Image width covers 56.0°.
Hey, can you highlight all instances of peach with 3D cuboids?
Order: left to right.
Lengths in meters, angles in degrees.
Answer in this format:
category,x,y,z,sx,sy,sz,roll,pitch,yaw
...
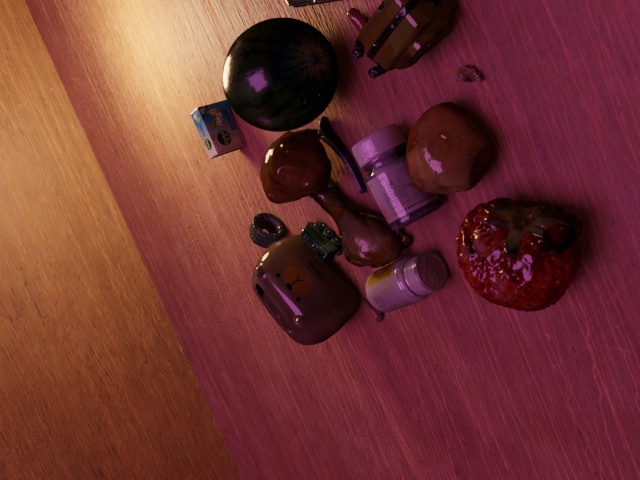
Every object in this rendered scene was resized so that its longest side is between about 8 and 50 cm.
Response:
category,x,y,z,sx,sy,sz,roll,pitch,yaw
peach,0.326,-0.239,1.539,0.214,0.214,0.235,-1,93,51

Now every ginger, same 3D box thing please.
category,x,y,z,sx,sy,sz,roll,pitch,yaw
ginger,-0.099,-0.233,1.937,0.269,0.200,0.223,-8,140,27

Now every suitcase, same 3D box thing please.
category,x,y,z,sx,sy,sz,roll,pitch,yaw
suitcase,0.216,-0.522,1.489,0.143,0.194,0.235,51,143,3

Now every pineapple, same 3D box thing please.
category,x,y,z,sx,sy,sz,roll,pitch,yaw
pineapple,0.371,-0.418,1.508,0.083,0.019,0.045,22,130,45

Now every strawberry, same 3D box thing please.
category,x,y,z,sx,sy,sz,roll,pitch,yaw
strawberry,0.472,0.058,1.467,0.292,0.292,0.309,25,123,40

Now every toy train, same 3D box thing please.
category,x,y,z,sx,sy,sz,roll,pitch,yaw
toy train,0.000,0.000,2.137,0.170,0.111,0.071,44,135,24

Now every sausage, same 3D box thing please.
category,x,y,z,sx,sy,sz,roll,pitch,yaw
sausage,0.135,-0.570,1.679,0.186,0.043,0.043,58,143,8

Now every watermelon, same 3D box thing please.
category,x,y,z,sx,sy,sz,roll,pitch,yaw
watermelon,-0.120,-0.490,1.793,0.363,0.363,0.363,28,131,38

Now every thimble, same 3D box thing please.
category,x,y,z,sx,sy,sz,roll,pitch,yaw
thimble,-0.212,-0.038,2.363,0.135,0.118,0.090,34,142,11

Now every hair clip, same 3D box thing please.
category,x,y,z,sx,sy,sz,roll,pitch,yaw
hair clip,0.068,-0.270,1.944,0.275,0.048,0.083,56,139,8

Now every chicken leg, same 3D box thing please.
category,x,y,z,sx,sy,sz,roll,pitch,yaw
chicken leg,0.098,-0.067,1.970,0.429,0.153,0.201,49,129,30

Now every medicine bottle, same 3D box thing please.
category,x,y,z,sx,sy,sz,roll,pitch,yaw
medicine bottle,0.215,-0.179,1.720,0.165,0.165,0.273,-28,89,54
medicine bottle,0.264,0.130,1.869,0.258,0.143,0.143,-30,88,54

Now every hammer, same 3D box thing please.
category,x,y,z,sx,sy,sz,roll,pitch,yaw
hammer,0.182,0.242,2.141,0.110,0.019,0.035,46,140,25

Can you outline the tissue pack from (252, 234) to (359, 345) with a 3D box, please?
category,x,y,z,sx,sy,sz,roll,pitch,yaw
tissue pack,-0.075,0.188,2.208,0.387,0.277,0.267,51,144,18

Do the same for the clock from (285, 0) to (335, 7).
category,x,y,z,sx,sy,sz,roll,pitch,yaw
clock,-0.019,-0.818,1.710,0.273,0.049,0.278,15,123,44

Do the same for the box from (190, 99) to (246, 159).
category,x,y,z,sx,sy,sz,roll,pitch,yaw
box,-0.395,-0.430,2.324,0.073,0.139,0.194,-16,99,53
